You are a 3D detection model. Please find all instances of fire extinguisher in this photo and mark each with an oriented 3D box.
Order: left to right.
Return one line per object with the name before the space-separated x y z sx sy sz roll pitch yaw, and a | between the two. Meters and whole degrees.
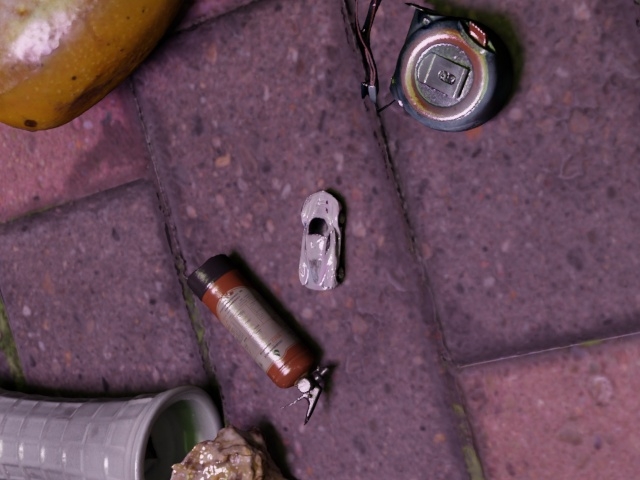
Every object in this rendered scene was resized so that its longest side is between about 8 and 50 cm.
fire extinguisher | -0.056 0.093 1.133 0.062 0.050 0.177 -44 76 7

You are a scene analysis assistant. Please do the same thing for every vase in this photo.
vase | -0.257 0.209 1.216 0.299 0.143 0.143 1 98 31

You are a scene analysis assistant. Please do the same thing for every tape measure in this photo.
tape measure | 0.086 -0.147 0.957 0.107 0.180 0.104 25 92 23

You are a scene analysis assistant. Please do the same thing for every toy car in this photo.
toy car | 0.000 0.000 1.102 0.041 0.025 0.093 4 100 26

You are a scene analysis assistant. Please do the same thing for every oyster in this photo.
oyster | -0.065 0.251 1.141 0.053 0.108 0.166 -2 129 56

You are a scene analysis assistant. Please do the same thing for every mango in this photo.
mango | -0.209 -0.247 1.106 0.329 0.175 0.176 -42 101 8
